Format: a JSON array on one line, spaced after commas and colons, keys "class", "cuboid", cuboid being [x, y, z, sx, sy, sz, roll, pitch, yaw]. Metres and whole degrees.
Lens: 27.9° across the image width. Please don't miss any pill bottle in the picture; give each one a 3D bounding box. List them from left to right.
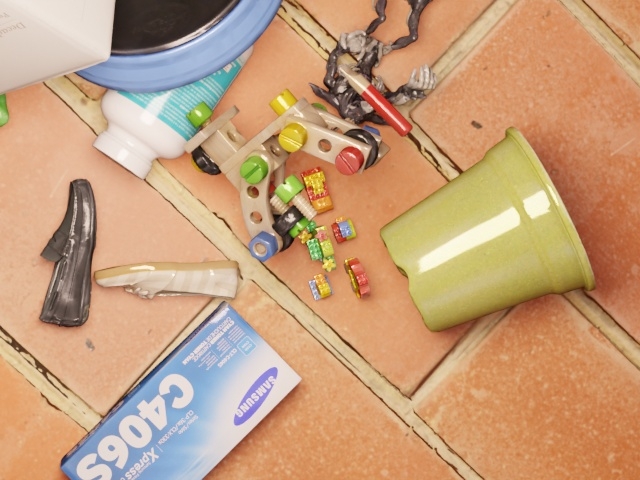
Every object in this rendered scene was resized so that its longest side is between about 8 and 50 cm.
[{"class": "pill bottle", "cuboid": [-0.224, -0.222, 1.897, 0.146, 0.146, 0.264, 35, 84, -9]}]

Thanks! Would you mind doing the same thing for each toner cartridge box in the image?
[{"class": "toner cartridge box", "cuboid": [-0.210, 0.270, 1.944, 0.348, 0.075, 0.165, -45, 99, -7]}]

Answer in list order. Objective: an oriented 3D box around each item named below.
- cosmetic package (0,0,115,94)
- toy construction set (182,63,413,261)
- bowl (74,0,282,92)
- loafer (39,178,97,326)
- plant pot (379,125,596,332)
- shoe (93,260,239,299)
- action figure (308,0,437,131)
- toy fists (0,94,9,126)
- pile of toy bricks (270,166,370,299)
[{"class": "cosmetic package", "cuboid": [-0.500, -0.412, 1.634, 0.394, 0.327, 0.329, 29, 56, -50]}, {"class": "toy construction set", "cuboid": [-0.046, -0.153, 1.830, 0.237, 0.257, 0.309, 47, 58, 1]}, {"class": "bowl", "cuboid": [-0.240, -0.400, 1.835, 0.391, 0.077, 0.391, -4, 68, 10]}, {"class": "loafer", "cuboid": [-0.375, 0.018, 1.910, 0.078, 0.076, 0.223, 5, 94, -18]}, {"class": "plant pot", "cuboid": [0.237, 0.007, 1.944, 0.254, 0.276, 0.276, -27, 95, 4]}, {"class": "shoe", "cuboid": [-0.230, 0.062, 1.937, 0.219, 0.076, 0.058, -2, 86, -12]}, {"class": "action figure", "cuboid": [0.087, -0.275, 1.956, 0.164, 0.141, 0.275, 22, 86, -21]}, {"class": "toy fists", "cuboid": [-0.591, -0.171, 1.861, 0.279, 0.096, 0.142, -17, 78, -10]}, {"class": "pile of toy bricks", "cuboid": [0.000, 0.000, 1.961, 0.118, 0.105, 0.212, -21, 94, -9]}]
